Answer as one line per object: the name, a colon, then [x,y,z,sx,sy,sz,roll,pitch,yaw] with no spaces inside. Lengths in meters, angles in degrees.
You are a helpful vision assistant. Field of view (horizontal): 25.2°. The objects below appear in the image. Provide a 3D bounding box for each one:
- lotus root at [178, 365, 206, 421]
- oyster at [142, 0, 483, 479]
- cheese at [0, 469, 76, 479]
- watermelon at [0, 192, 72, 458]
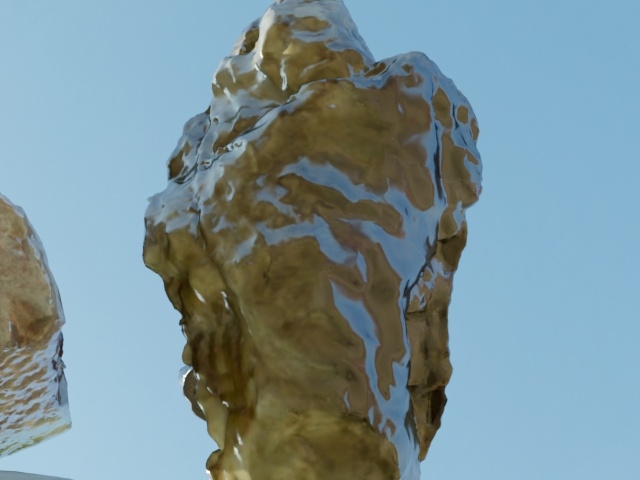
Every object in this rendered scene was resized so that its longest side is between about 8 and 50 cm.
lotus root: [0.011,0.039,1.137,0.173,0.309,0.173,16,-50,20]
oyster: [0.005,0.000,0.694,0.166,0.341,0.110,28,-33,-26]
cheese: [-0.151,0.226,0.486,0.326,0.115,0.318,-35,-77,9]
watermelon: [-0.233,0.024,0.726,0.232,0.310,0.193,-38,-108,19]
